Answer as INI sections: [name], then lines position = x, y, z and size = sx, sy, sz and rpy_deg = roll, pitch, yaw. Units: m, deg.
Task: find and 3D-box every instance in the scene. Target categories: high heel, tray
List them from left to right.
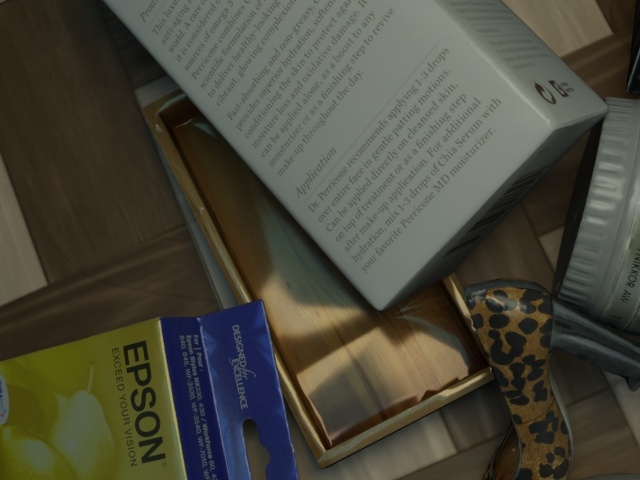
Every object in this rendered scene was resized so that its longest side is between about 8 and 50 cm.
[tray]
position = 0.000, 0.000, 1.034
size = 0.202, 0.076, 0.411
rpy_deg = -28, 78, 1
[high heel]
position = 0.156, 0.154, 0.928
size = 0.186, 0.093, 0.261
rpy_deg = 26, 114, -14

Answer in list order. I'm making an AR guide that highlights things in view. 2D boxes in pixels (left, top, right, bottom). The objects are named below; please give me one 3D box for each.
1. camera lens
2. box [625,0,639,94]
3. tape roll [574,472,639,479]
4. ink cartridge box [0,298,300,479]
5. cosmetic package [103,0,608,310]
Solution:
[camera lens]
position = 0.370, -0.006, 0.915
size = 0.274, 0.219, 0.219
rpy_deg = 14, 81, 10
[box]
position = 0.458, -0.271, 0.931
size = 0.296, 0.183, 0.294
rpy_deg = 12, 57, 9
[tape roll]
position = 0.251, 0.338, 0.823
size = 0.286, 0.100, 0.286
rpy_deg = -4, 81, 25
[ink cartridge box]
position = -0.174, 0.236, 0.977
size = 0.307, 0.072, 0.304
rpy_deg = -18, 76, 21
[cosmetic package]
position = 0.004, -0.188, 0.906
size = 0.453, 0.161, 0.230
rpy_deg = 49, 121, 13
